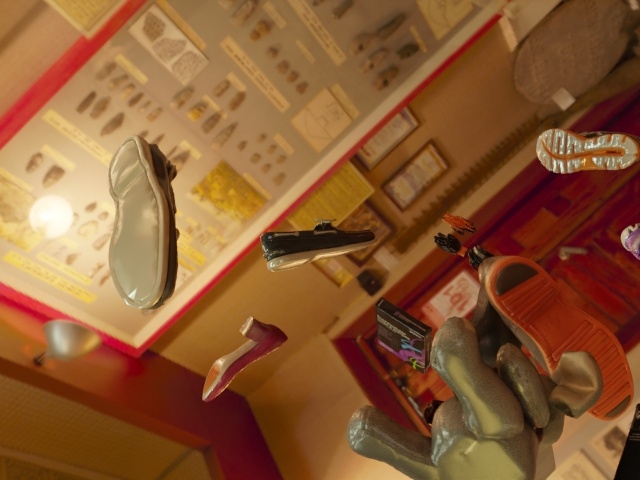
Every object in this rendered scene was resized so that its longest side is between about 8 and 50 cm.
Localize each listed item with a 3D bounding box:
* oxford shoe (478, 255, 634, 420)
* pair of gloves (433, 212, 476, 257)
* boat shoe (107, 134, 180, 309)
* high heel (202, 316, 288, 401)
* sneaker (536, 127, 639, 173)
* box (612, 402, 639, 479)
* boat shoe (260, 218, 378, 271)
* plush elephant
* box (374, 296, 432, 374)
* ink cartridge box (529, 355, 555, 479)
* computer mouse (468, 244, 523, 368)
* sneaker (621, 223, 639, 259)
[{"bbox_3d":[0.420,0.164,1.053,0.364,0.130,0.133,51,-179,-6],"label":"oxford shoe"},{"bbox_3d":[0.274,-0.012,1.195,0.074,0.083,0.010,25,162,9],"label":"pair of gloves"},{"bbox_3d":[-0.234,-0.027,0.843,0.099,0.116,0.320,33,-155,-44],"label":"boat shoe"},{"bbox_3d":[-0.186,0.305,1.435,0.117,0.244,0.082,33,178,-27],"label":"high heel"},{"bbox_3d":[0.506,-0.169,1.106,0.214,0.083,0.084,21,118,53],"label":"sneaker"},{"bbox_3d":[0.498,0.340,0.704,0.261,0.184,0.103,27,165,4],"label":"box"},{"bbox_3d":[0.000,0.000,1.151,0.095,0.254,0.079,-35,70,60],"label":"boat shoe"},{"bbox_3d":[0.260,0.252,0.864,0.330,0.272,0.255,36,-152,13],"label":"plush elephant"},{"bbox_3d":[0.161,0.187,1.141,0.116,0.029,0.162,30,152,29],"label":"box"},{"bbox_3d":[0.503,0.546,1.616,0.091,0.308,0.385,4,114,54],"label":"ink cartridge box"},{"bbox_3d":[0.374,0.150,1.219,0.188,0.272,0.072,35,144,-22],"label":"computer mouse"},{"bbox_3d":[0.869,-0.017,1.446,0.095,0.236,0.105,50,-146,-12],"label":"sneaker"}]
